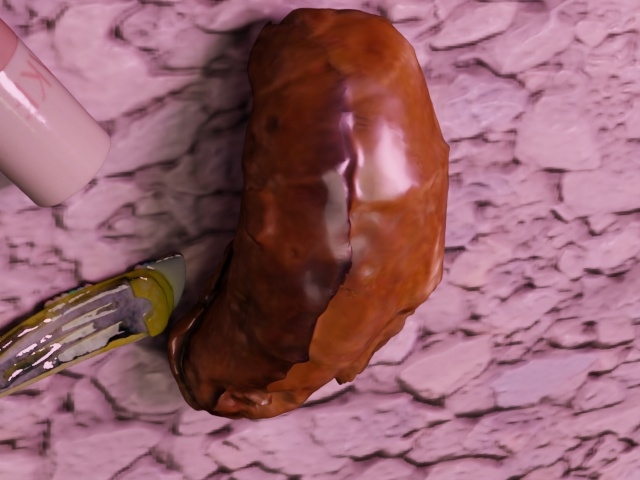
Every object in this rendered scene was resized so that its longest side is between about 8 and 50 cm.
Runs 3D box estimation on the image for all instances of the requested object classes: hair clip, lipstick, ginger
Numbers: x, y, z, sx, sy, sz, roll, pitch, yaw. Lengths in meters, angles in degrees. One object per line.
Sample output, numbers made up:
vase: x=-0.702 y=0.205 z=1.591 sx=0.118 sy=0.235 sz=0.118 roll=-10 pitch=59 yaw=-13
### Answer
hair clip: x=-0.178 y=0.069 z=0.984 sx=0.188 sy=0.033 sz=0.060 roll=-27 pitch=123 yaw=-20
lipstick: x=-0.235 y=-0.127 z=0.843 sx=0.070 sy=0.070 sz=0.254 roll=-42 pitch=124 yaw=-2
ginger: x=0.000 y=0.000 z=0.959 sx=0.172 sy=0.165 sz=0.321 roll=23 pitch=108 yaw=13
